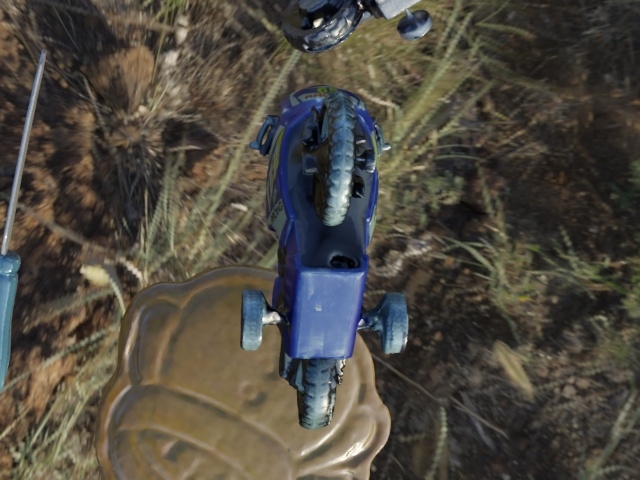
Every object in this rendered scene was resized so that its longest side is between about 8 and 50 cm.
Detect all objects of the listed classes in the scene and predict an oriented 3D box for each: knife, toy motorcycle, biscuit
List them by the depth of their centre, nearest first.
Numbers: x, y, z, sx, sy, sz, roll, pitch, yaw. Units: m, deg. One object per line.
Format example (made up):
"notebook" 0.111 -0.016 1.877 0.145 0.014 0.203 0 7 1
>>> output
"knife" -0.209 -0.007 0.791 0.032 0.058 0.244 12 104 -8
"toy motorcycle" 0.000 0.000 0.833 0.113 0.169 0.315 1 137 -5
"toy motorcycle" 0.085 -0.311 1.255 0.307 0.173 0.108 -27 132 12
"biscuit" -0.087 0.204 1.262 0.312 0.057 0.351 19 94 -8
